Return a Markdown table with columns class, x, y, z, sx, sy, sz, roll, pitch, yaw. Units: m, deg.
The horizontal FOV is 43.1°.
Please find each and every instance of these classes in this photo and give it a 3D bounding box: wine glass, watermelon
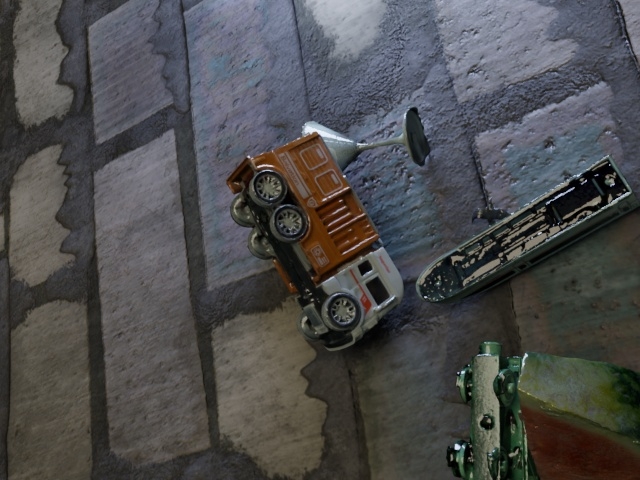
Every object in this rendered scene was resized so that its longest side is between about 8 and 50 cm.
| class | x | y | z | sx | sy | sz | roll | pitch | yaw |
| --- | --- | --- | --- | --- | --- | --- | --- | --- | --- |
| wine glass | 0.091 | -0.189 | 1.634 | 0.232 | 0.156 | 0.156 | -9 | 70 | 27 |
| watermelon | 0.416 | 0.288 | 1.253 | 0.310 | 0.232 | 0.193 | 13 | 75 | -9 |

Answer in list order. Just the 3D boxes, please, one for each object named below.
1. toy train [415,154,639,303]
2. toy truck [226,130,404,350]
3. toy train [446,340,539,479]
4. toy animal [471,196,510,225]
| class | x | y | z | sx | sy | sz | roll | pitch | yaw |
| --- | --- | --- | --- | --- | --- | --- | --- | --- | --- |
| toy train | 0.356 | 0.003 | 1.432 | 0.407 | 0.088 | 0.086 | -32 | 58 | 20 |
| toy truck | 0.000 | 0.000 | 1.526 | 0.387 | 0.207 | 0.173 | 60 | 155 | 1 |
| toy train | 0.284 | 0.304 | 1.339 | 0.115 | 0.154 | 0.269 | -8 | 71 | 29 |
| toy animal | 0.319 | -0.055 | 1.511 | 0.084 | 0.028 | 0.050 | -3 | 74 | 35 |
